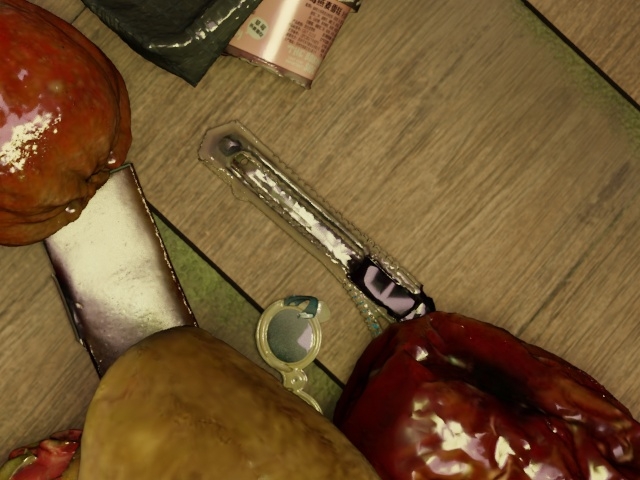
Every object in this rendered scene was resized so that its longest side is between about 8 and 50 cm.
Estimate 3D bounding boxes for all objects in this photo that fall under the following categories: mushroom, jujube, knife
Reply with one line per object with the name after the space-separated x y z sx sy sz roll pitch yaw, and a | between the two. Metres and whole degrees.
-0.059 0.274 1.398 0.224 0.313 0.397 -25 101 -51 | mushroom
0.199 0.247 1.603 0.377 0.276 0.276 36 86 -9 | jujube
0.001 0.000 1.686 0.365 0.043 0.089 44 84 -6 | knife

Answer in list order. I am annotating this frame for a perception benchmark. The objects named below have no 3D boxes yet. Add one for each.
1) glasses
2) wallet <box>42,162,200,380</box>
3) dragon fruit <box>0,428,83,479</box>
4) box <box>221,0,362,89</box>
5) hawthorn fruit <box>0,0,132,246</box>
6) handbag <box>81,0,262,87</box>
-0.036 0.147 1.598 0.088 0.220 0.190 -2 81 4 | glasses
-0.229 0.050 1.660 0.137 0.031 0.255 -22 94 -7 | wallet
-0.256 0.325 1.551 0.250 0.269 0.291 35 93 -14 | dragon fruit
-0.043 -0.250 1.626 0.151 0.151 0.135 23 96 -8 | box
-0.328 -0.130 1.534 0.258 0.258 0.262 -46 113 -5 | hawthorn fruit
-0.156 -0.281 1.577 0.175 0.270 0.088 -51 137 0 | handbag
